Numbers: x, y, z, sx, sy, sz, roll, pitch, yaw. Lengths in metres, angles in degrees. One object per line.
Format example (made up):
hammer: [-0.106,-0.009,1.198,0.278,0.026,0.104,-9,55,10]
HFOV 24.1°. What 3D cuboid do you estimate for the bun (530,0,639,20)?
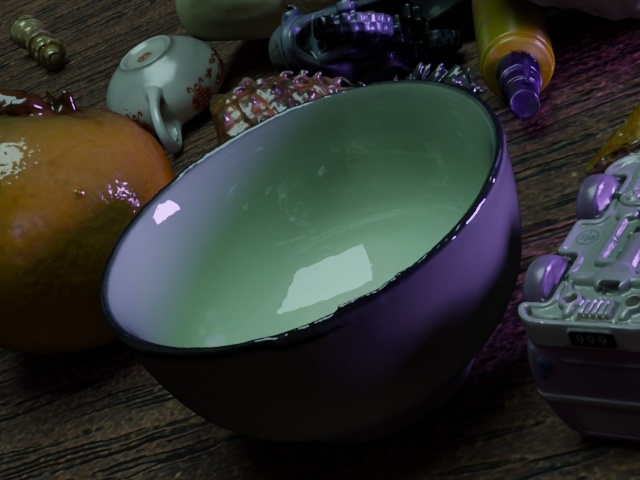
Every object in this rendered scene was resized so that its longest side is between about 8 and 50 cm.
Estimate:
bun: [0.301,-0.355,1.573,0.365,0.219,0.365,-2,37,2]

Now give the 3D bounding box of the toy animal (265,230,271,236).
toy animal: [-0.005,-0.003,1.428,0.089,0.083,0.150,20,35,35]

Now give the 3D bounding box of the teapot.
teapot: [-0.199,-0.190,1.900,0.159,0.116,0.245,-11,37,8]

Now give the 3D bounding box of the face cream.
face cream: [0.204,-0.204,1.578,0.078,0.078,0.273,-20,29,14]

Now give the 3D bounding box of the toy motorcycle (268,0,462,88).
toy motorcycle: [0.044,-0.212,1.630,0.159,0.106,0.270,-10,-3,26]

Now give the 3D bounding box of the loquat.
loquat: [-0.271,-0.022,1.479,0.275,0.275,0.275,-21,29,12]

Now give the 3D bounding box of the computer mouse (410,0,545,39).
computer mouse: [0.227,-0.333,1.762,0.295,0.087,0.168,-21,32,9]

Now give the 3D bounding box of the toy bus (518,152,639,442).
toy bus: [0.245,0.037,1.071,0.142,0.142,0.202,0,39,41]

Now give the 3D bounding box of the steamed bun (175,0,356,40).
steamed bun: [-0.060,-0.344,1.922,0.225,0.170,0.200,3,9,34]

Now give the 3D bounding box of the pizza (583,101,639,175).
pizza: [0.324,-0.102,1.328,0.199,0.062,0.188,-34,16,1]

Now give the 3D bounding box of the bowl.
bowl: [0.015,0.042,1.220,0.354,0.185,0.354,-21,29,12]

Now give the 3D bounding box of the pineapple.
pineapple: [0.031,-0.120,1.531,0.279,0.158,0.158,-17,28,0]

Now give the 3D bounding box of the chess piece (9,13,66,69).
chess piece: [-0.435,-0.305,2.332,0.060,0.060,0.172,-33,32,-10]
